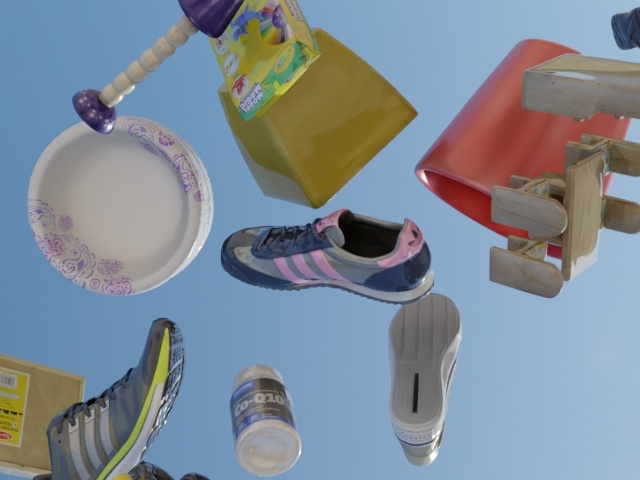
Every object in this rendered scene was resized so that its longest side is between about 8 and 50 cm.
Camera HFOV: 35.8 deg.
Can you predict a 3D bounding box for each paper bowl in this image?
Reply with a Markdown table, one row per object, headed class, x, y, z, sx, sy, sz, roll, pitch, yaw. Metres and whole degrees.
| class | x | y | z | sx | sy | sz | roll | pitch | yaw |
| --- | --- | --- | --- | --- | --- | --- | --- | --- | --- |
| paper bowl | -0.315 | -0.061 | 1.607 | 0.284 | 0.284 | 0.148 | 36 | -169 | 1 |

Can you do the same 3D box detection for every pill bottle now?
| class | x | y | z | sx | sy | sz | roll | pitch | yaw |
| --- | --- | --- | --- | --- | --- | --- | --- | --- | --- |
| pill bottle | -0.069 | 0.212 | 1.192 | 0.078 | 0.078 | 0.137 | 19 | -159 | -18 |

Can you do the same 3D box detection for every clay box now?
| class | x | y | z | sx | sy | sz | roll | pitch | yaw |
| --- | --- | --- | --- | --- | --- | --- | --- | --- | --- |
| clay box | -0.079 | -0.265 | 1.309 | 0.053 | 0.127 | 0.222 | 17 | -140 | -44 |

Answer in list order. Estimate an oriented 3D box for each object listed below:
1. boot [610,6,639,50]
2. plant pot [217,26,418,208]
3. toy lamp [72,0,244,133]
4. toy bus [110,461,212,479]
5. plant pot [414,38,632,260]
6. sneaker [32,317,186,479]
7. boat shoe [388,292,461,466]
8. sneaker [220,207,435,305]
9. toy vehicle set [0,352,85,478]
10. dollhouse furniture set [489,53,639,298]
| class | x | y | z | sx | sy | sz | roll | pitch | yaw |
| --- | --- | --- | --- | --- | --- | --- | --- | --- | --- |
| boot | 0.542 | -0.330 | 1.460 | 0.165 | 0.077 | 0.213 | -17 | -167 | -1 |
| plant pot | -0.027 | -0.194 | 1.459 | 0.212 | 0.212 | 0.187 | -45 | -67 | -13 |
| toy lamp | -0.211 | -0.249 | 1.302 | 0.080 | 0.275 | 0.080 | 43 | -159 | -21 |
| toy bus | -0.131 | 0.342 | 0.956 | 0.211 | 0.149 | 0.220 | 42 | -179 | 31 |
| plant pot | 0.310 | -0.137 | 1.424 | 0.275 | 0.243 | 0.275 | 30 | 177 | 2 |
| sneaker | -0.257 | 0.220 | 1.184 | 0.121 | 0.300 | 0.111 | 27 | -171 | 0 |
| boat shoe | 0.147 | 0.197 | 1.463 | 0.109 | 0.094 | 0.302 | 5 | -142 | 11 |
| sneaker | 0.000 | 0.000 | 1.378 | 0.319 | 0.131 | 0.112 | 4 | -132 | 18 |
| toy vehicle set | -0.475 | 0.252 | 1.457 | 0.267 | 0.035 | 0.166 | 25 | -125 | -40 |
| dollhouse furniture set | 0.316 | -0.071 | 1.103 | 0.161 | 0.242 | 0.212 | 18 | -149 | 38 |
